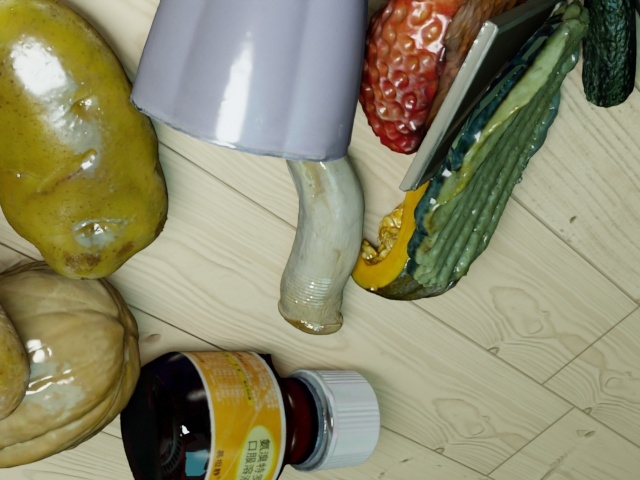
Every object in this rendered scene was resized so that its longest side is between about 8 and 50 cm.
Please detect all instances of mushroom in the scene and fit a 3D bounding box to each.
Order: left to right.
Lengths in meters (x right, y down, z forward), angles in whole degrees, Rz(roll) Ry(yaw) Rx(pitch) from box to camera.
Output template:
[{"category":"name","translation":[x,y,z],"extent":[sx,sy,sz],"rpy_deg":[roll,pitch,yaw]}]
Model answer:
[{"category":"mushroom","translation":[0.000,0.000,1.317],"extent":[0.123,0.095,0.351],"rpy_deg":[3,127,-1]}]

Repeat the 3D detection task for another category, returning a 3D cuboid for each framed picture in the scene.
[{"category":"framed picture","translation":[0.215,-0.197,1.136],"extent":[0.315,0.024,0.232],"rpy_deg":[-38,158,-55]}]

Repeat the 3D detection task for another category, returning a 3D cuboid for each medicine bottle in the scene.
[{"category":"medicine bottle","translation":[-0.097,0.286,1.434],"extent":[0.395,0.242,0.242],"rpy_deg":[-2,130,-35]}]

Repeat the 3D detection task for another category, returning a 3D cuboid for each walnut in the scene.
[{"category":"walnut","translation":[-0.395,0.168,1.191],"extent":[0.313,0.277,0.252],"rpy_deg":[-22,96,6]}]

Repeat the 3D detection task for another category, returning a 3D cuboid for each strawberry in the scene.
[{"category":"strawberry","translation":[0.115,-0.227,1.077],"extent":[0.280,0.150,0.253],"rpy_deg":[-30,151,-58]}]

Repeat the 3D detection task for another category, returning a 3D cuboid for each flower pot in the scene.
[{"category":"flower pot","translation":[-0.064,-0.242,0.993],"extent":[0.265,0.265,0.243],"rpy_deg":[3,115,-23]}]

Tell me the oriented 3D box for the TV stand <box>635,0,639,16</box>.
[{"category":"TV stand","translation":[0.516,-0.288,1.304],"extent":[0.049,0.040,0.256],"rpy_deg":[-37,132,11]}]

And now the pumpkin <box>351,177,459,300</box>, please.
[{"category":"pumpkin","translation":[0.167,0.001,1.357],"extent":[0.131,0.126,0.248],"rpy_deg":[20,119,-35]}]

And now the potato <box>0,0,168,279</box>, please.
[{"category":"potato","translation":[-0.303,-0.123,1.064],"extent":[0.176,0.196,0.369],"rpy_deg":[-48,139,-41]}]

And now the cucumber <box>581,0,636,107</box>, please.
[{"category":"cucumber","translation":[0.395,-0.298,1.228],"extent":[0.075,0.074,0.241],"rpy_deg":[-20,133,-4]}]

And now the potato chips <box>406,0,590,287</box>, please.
[{"category":"potato chips","translation":[0.240,-0.118,1.175],"extent":[0.429,0.070,0.358],"rpy_deg":[-60,162,9]}]

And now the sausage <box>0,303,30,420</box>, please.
[{"category":"sausage","translation":[-0.459,-0.026,0.976],"extent":[0.123,0.136,0.500],"rpy_deg":[-25,98,-30]}]
